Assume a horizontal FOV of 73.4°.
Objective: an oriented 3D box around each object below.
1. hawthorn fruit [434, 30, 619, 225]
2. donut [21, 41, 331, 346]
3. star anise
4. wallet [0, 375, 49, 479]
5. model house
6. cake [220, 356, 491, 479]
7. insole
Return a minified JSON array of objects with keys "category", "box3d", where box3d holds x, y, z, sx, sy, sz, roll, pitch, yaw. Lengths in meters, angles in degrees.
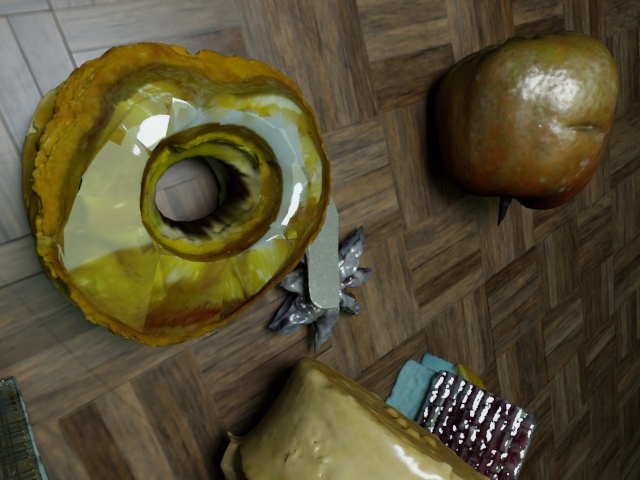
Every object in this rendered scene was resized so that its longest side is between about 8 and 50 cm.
[{"category":"hawthorn fruit","box3d":[0.325,-0.170,0.698,0.267,0.267,0.301,-15,115,-33]},{"category":"donut","box3d":[-0.130,-0.054,0.453,0.329,0.159,0.330,0,90,-33]},{"category":"star anise","box3d":[0.009,0.068,0.629,0.204,0.061,0.181,-28,113,-29]},{"category":"wallet","box3d":[-0.374,0.219,0.295,0.316,0.169,0.044,-7,144,-49]},{"category":"model house","box3d":[0.248,0.370,0.732,0.230,0.248,0.281,37,76,-34]},{"category":"cake","box3d":[0.017,0.355,0.530,0.332,0.332,0.321,38,82,-33]},{"category":"insole","box3d":[0.000,0.000,0.594,0.063,0.010,0.192,4,69,-23]}]
